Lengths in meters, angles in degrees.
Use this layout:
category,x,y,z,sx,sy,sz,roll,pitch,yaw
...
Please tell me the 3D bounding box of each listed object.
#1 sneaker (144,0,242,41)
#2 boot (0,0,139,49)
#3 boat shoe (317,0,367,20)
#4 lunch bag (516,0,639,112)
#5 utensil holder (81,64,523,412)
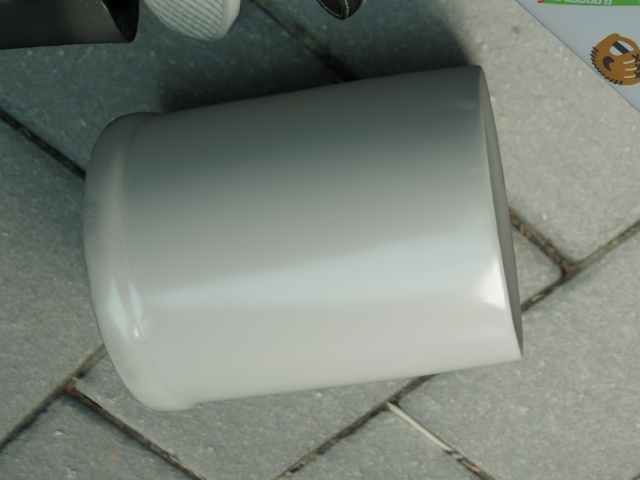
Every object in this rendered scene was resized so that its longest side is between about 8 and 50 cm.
category,x,y,z,sx,sy,sz,roll,pitch,yaw
sneaker,-0.123,-0.335,0.976,0.126,0.127,0.321,18,152,14
boot,-0.403,-0.217,1.105,0.445,0.146,0.367,-8,125,11
boat shoe,-0.025,-0.284,0.972,0.081,0.068,0.227,25,164,37
lunch bag,0.364,-0.286,0.817,0.328,0.239,0.385,42,121,-3
utensil holder,0.000,0.000,1.064,0.386,0.327,0.327,-7,123,13
